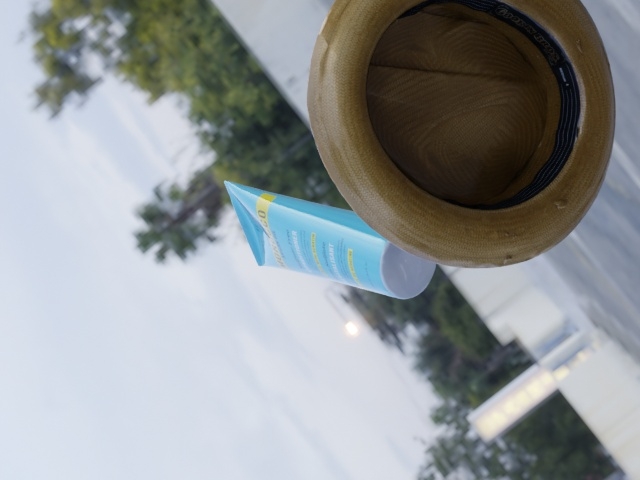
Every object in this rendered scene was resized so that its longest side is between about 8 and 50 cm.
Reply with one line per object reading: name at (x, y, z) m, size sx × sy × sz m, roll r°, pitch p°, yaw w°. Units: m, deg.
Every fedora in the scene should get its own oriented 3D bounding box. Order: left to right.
fedora at (0.071, -0.074, 0.776) m, size 0.194 × 0.194 × 0.079 m, roll 50°, pitch 161°, yaw -16°

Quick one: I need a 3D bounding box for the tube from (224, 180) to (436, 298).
tube at (0.000, 0.000, 1.044) m, size 0.207 × 0.052 × 0.080 m, roll 13°, pitch 126°, yaw 52°
